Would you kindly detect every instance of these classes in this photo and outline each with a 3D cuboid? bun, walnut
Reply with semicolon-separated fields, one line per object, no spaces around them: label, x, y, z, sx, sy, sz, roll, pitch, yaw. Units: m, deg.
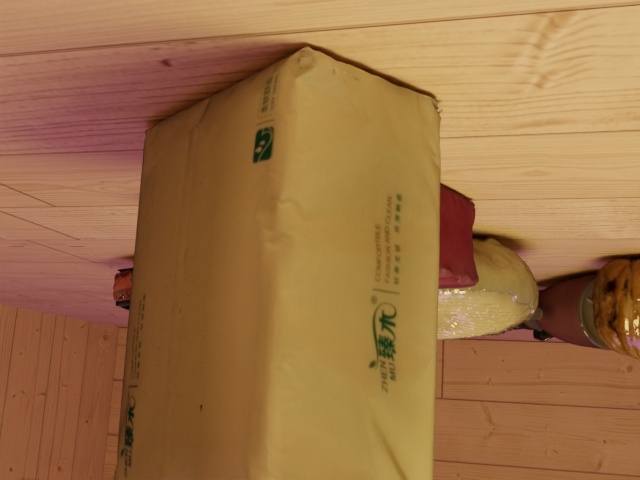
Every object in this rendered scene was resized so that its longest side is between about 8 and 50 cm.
bun;0.209;0.074;1.266;0.287;0.146;0.287;-2;155;-1
walnut;0.550;0.118;1.310;0.155;0.184;0.155;-3;-176;0

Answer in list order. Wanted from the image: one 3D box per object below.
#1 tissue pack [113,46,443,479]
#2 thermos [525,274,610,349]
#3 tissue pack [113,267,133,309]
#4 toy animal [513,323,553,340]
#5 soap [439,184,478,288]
tissue pack;-0.042;0.061;0.701;0.207;0.380;0.297;12;163;-36
thermos;0.503;0.144;1.565;0.176;0.146;0.265;0;176;-18
tissue pack;-0.252;0.097;1.602;0.332;0.123;0.245;-11;156;42
toy animal;0.480;0.180;1.797;0.245;0.114;0.146;11;167;-33
soap;0.000;0.000;1.016;0.359;0.128;0.233;-5;167;36
